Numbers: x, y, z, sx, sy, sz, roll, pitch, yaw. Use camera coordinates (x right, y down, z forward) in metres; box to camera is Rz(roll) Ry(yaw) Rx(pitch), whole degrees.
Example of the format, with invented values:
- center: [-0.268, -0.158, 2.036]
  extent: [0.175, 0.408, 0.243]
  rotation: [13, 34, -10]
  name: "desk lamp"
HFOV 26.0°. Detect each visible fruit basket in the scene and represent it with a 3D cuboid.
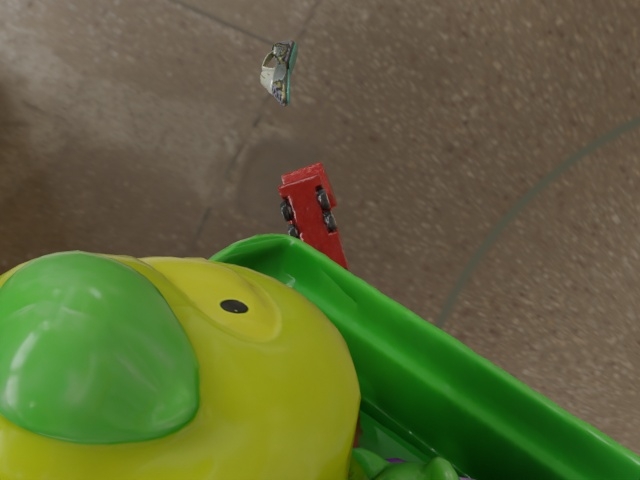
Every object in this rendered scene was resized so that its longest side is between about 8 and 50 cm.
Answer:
- center: [-0.024, 0.112, 0.685]
  extent: [0.283, 0.392, 0.392]
  rotation: [-33, 67, -27]
  name: "fruit basket"

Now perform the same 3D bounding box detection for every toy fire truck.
- center: [0.000, 0.000, 1.368]
  extent: [0.047, 0.135, 0.192]
  rotation: [-18, 70, 4]
  name: "toy fire truck"

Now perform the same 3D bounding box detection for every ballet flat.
- center: [-0.050, -0.193, 1.611]
  extent: [0.041, 0.041, 0.114]
  rotation: [-14, 39, 17]
  name: "ballet flat"
